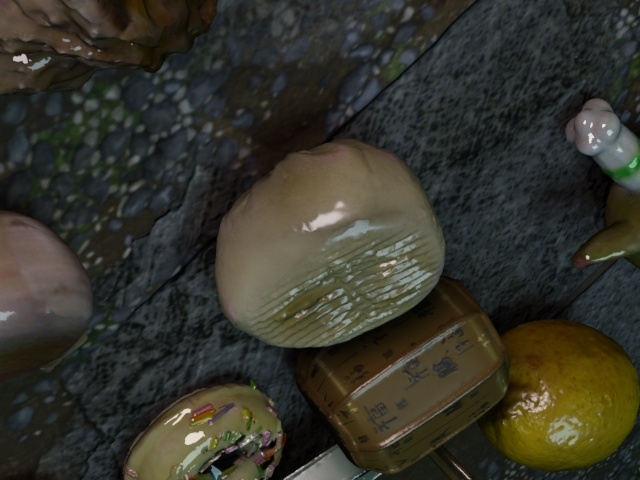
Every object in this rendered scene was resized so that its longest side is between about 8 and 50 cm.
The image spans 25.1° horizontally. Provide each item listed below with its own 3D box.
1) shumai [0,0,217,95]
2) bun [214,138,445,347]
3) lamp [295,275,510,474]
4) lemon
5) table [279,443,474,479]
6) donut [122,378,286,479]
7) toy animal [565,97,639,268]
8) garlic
[{"bbox_3d":[-0.235,-0.179,0.793,0.283,0.217,0.346,-25,146,37],"label":"shumai"},{"bbox_3d":[0.000,0.000,1.195,0.193,0.128,0.178,-29,145,3],"label":"bun"},{"bbox_3d":[0.079,0.126,1.380,0.185,0.161,0.161,-34,145,-6],"label":"lamp"},{"bbox_3d":[0.257,0.169,1.577,0.207,0.170,0.170,1,128,-38],"label":"lemon"},{"bbox_3d":[0.046,0.257,1.490,0.240,0.111,0.121,-33,171,-10],"label":"table"},{"bbox_3d":[-0.107,0.210,1.370,0.174,0.068,0.175,-24,141,-21],"label":"donut"},{"bbox_3d":[0.383,-0.019,1.473,0.363,0.180,0.181,19,78,-57],"label":"toy animal"},{"bbox_3d":[-0.268,0.054,1.010,0.266,0.128,0.148,-6,104,-40],"label":"garlic"}]
